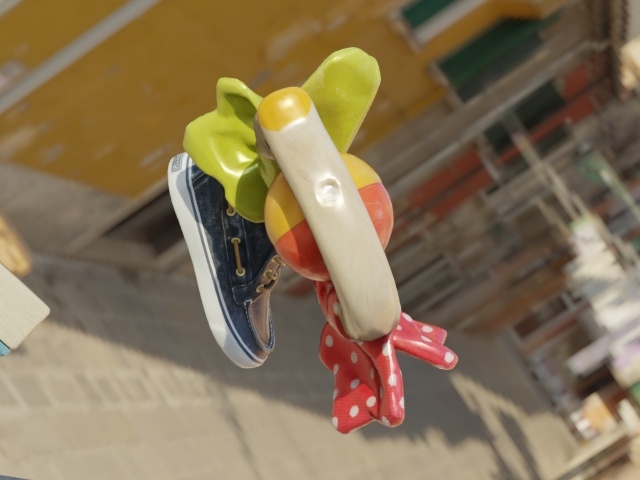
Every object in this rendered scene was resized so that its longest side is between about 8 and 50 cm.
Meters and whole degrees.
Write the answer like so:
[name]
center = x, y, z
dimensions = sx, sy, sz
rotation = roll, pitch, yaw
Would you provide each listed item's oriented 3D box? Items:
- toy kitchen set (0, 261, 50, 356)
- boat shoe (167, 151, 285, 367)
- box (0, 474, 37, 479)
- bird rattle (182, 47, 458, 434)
[toy kitchen set]
center = -0.303, 0.036, 1.110
dimensions = 0.122, 0.166, 0.207
rotation = 47, -8, -33
[boat shoe]
center = -0.047, 0.014, 1.261
dimensions = 0.065, 0.083, 0.183
rotation = -73, 150, -57
[box]
center = -0.197, 0.334, 1.038
dimensions = 0.343, 0.179, 0.312
rotation = 134, -37, -61
[bird rattle]
center = 0.000, 0.000, 1.101
dimensions = 0.207, 0.143, 0.253
rotation = 79, -5, -80
